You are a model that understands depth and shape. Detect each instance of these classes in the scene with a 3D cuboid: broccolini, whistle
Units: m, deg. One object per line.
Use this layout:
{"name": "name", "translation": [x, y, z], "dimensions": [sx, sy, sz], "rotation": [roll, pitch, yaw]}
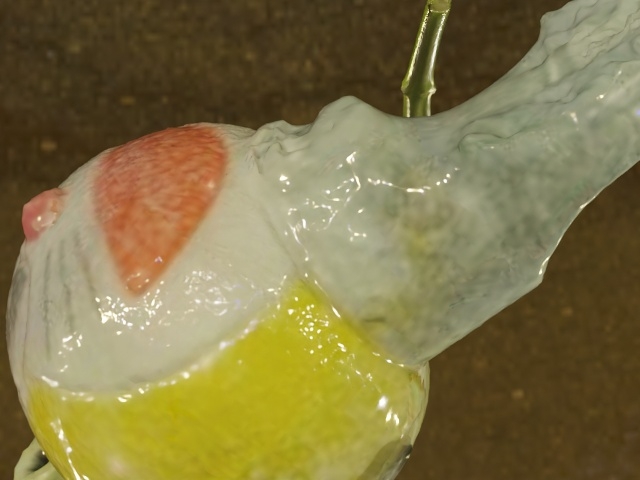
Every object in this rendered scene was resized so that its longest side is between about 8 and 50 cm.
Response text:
{"name": "broccolini", "translation": [0.054, -0.051, 1.009], "dimensions": [0.042, 0.044, 0.218], "rotation": [34, 141, 18]}
{"name": "whistle", "translation": [0.000, 0.000, 0.474], "dimensions": [0.223, 0.123, 0.123], "rotation": [-36, 139, 17]}
